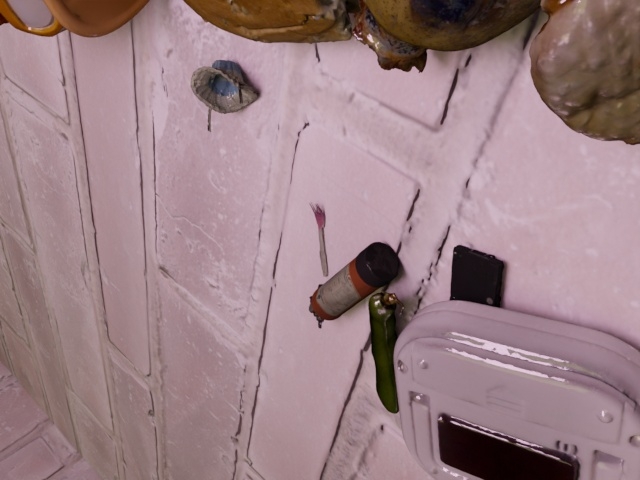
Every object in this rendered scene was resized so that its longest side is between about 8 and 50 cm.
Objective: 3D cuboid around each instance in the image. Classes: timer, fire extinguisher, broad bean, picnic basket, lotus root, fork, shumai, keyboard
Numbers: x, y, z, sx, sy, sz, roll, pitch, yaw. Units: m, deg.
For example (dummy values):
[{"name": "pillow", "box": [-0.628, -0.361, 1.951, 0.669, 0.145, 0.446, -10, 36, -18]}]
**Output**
[{"name": "timer", "box": [0.198, 0.183, 0.576, 0.261, 0.087, 0.237, 11, 124, 32]}, {"name": "fire extinguisher", "box": [0.030, 0.059, 0.714, 0.177, 0.050, 0.062, -43, 42, 49]}, {"name": "broad bean", "box": [0.080, 0.131, 0.696, 0.069, 0.039, 0.227, -110, 7, -45]}, {"name": "picnic basket", "box": [-0.113, -0.177, 0.682, 0.065, 0.083, 0.083, -23, 54, 36]}, {"name": "lotus root", "box": [0.095, -0.210, 0.401, 0.154, 0.154, 0.278, 54, 146, 3]}, {"name": "fork", "box": [0.001, -0.001, 0.734, 0.016, 0.012, 0.115, 22, 134, 39]}, {"name": "shumai", "box": [0.218, -0.153, 0.331, 0.201, 0.120, 0.201, 2, 149, 1]}, {"name": "keyboard", "box": [0.166, 0.095, 0.625, 0.060, 0.018, 0.196, 26, 132, 40]}]

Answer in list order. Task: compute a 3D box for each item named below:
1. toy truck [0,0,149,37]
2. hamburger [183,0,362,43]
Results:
[{"name": "toy truck", "box": [-0.306, -0.358, 0.633, 0.211, 0.204, 0.288, 29, 154, 13]}, {"name": "hamburger", "box": [-0.073, -0.320, 0.505, 0.211, 0.132, 0.309, 4, 119, 41]}]
